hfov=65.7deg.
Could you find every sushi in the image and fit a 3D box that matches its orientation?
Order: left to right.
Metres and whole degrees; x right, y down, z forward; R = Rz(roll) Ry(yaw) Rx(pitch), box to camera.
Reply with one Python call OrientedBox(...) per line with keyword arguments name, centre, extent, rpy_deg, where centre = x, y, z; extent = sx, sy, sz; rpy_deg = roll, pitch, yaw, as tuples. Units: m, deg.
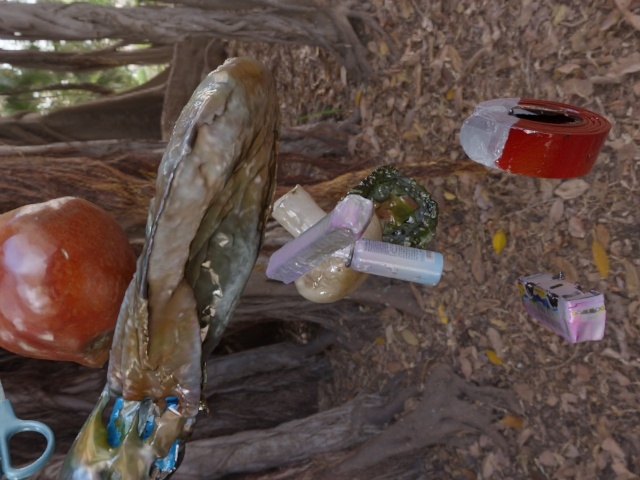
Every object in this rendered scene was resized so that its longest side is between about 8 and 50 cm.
OrientedBox(name="sushi", centre=(0.208, -0.054, 1.567), extent=(0.294, 0.352, 0.178), rpy_deg=(40, 145, 16))

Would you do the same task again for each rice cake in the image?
OrientedBox(name="rice cake", centre=(-0.017, 0.011, 0.937), extent=(0.399, 0.064, 0.070), rpy_deg=(-35, 27, 60))

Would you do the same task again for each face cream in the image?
OrientedBox(name="face cream", centre=(0.144, 0.041, 1.073), extent=(0.075, 0.230, 0.075), rpy_deg=(-168, 90, -90))

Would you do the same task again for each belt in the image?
OrientedBox(name="belt", centre=(0.484, -0.237, 1.127), extent=(0.227, 0.324, 0.115), rpy_deg=(-105, 18, -55))

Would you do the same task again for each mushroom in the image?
OrientedBox(name="mushroom", centre=(0.000, 0.000, 1.271), extent=(0.292, 0.290, 0.292), rpy_deg=(-46, 15, 16))

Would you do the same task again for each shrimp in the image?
OrientedBox(name="shrimp", centre=(-0.126, 0.043, 0.465), extent=(0.221, 0.110, 0.445), rpy_deg=(25, -97, -86))

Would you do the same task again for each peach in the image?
OrientedBox(name="peach", centre=(-0.374, 0.072, 0.715), extent=(0.232, 0.233, 0.256), rpy_deg=(-175, 71, -72))

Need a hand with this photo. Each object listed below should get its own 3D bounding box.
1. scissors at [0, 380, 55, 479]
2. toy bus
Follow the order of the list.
OrientedBox(name="scissors", centre=(-0.717, 0.339, 1.077), extent=(0.447, 0.193, 0.029), rpy_deg=(43, 132, 41))
OrientedBox(name="toy bus", centre=(0.546, 0.143, 1.131), extent=(0.274, 0.090, 0.112), rpy_deg=(-68, -35, -83))
